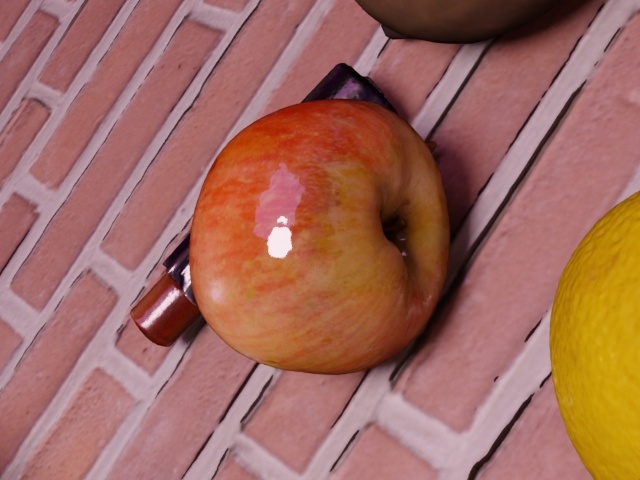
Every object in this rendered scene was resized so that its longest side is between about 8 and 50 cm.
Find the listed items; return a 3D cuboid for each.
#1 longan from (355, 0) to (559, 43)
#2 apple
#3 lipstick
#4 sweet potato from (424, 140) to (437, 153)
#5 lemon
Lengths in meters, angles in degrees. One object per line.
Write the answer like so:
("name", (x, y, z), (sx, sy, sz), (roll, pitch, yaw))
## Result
("longan", (0.107, -0.294, 0.792), (0.243, 0.300, 0.300), (4, 61, -6))
("apple", (0.000, 0.000, 0.734), (0.164, 0.209, 0.209), (-4, 64, 39))
("lipstick", (-0.053, -0.027, 0.865), (0.299, 0.081, 0.081), (-47, 47, 5))
("sweet potato", (0.057, -0.058, 0.829), (0.095, 0.034, 0.034), (-36, 49, 20))
("lemon", (0.219, 0.060, 0.539), (0.187, 0.187, 0.244), (-10, 66, 34))
